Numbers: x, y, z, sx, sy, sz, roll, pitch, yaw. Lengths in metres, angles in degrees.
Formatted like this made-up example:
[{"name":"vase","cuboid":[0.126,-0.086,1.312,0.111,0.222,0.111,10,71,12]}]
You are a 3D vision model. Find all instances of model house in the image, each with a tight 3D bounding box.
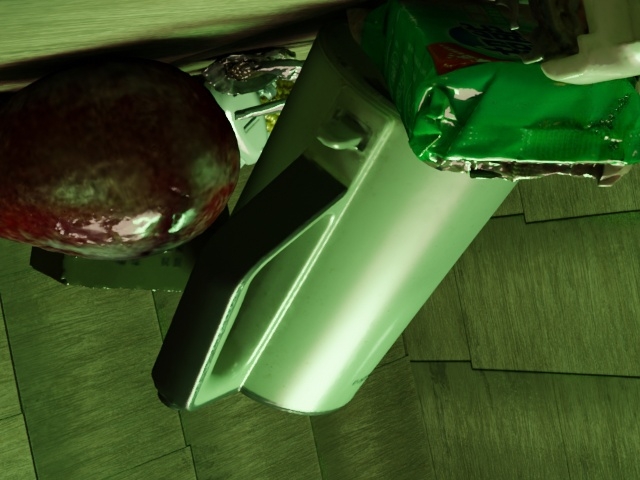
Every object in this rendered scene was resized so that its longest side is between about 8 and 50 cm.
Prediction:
[{"name":"model house","cuboid":[-0.234,-0.075,1.302,0.211,0.243,0.204,5,-174,-37]}]

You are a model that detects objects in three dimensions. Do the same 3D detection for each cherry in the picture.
[{"name":"cherry","cuboid":[-0.210,-0.076,1.074,0.300,0.202,0.230,-13,-170,-23]}]

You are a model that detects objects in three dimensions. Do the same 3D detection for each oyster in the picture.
[{"name":"oyster","cuboid":[-0.089,-0.214,1.314,0.098,0.037,0.100,-29,158,17]}]

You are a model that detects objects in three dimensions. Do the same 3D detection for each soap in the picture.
[{"name":"soap","cuboid":[0.139,-0.135,0.910,0.218,0.098,0.273,0,-156,-4]}]

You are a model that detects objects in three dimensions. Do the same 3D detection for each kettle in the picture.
[{"name":"kettle","cuboid":[0.000,0.000,1.125,0.361,0.250,0.376,-27,152,-58]}]

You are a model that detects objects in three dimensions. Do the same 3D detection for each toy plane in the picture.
[{"name":"toy plane","cuboid":[-0.116,-0.165,1.463,0.080,0.174,0.174,27,-154,30]}]

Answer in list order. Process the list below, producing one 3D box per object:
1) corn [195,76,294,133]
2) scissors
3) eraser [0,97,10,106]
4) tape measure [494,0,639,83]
[{"name":"corn","cuboid":[-0.143,-0.193,1.567,0.106,0.106,0.293,-6,-175,41]},{"name":"scissors","cuboid":[0.083,-0.198,1.367,0.384,0.029,0.256,-8,150,-14]},{"name":"eraser","cuboid":[-0.386,-0.123,1.370,0.155,0.101,0.332,-10,-176,10]},{"name":"tape measure","cuboid":[0.292,-0.179,0.716,0.265,0.130,0.258,-6,-175,45]}]
